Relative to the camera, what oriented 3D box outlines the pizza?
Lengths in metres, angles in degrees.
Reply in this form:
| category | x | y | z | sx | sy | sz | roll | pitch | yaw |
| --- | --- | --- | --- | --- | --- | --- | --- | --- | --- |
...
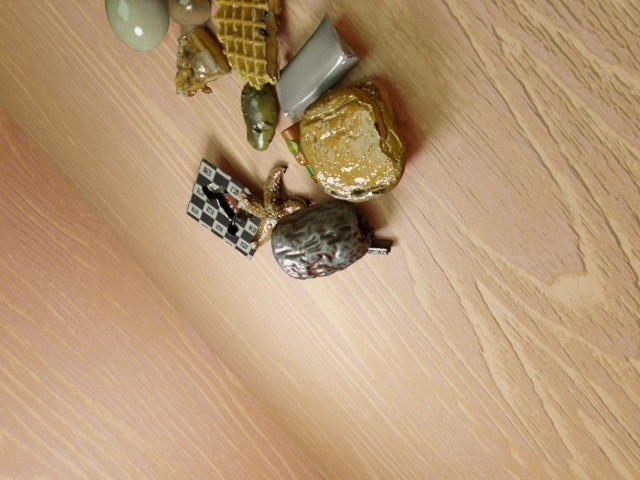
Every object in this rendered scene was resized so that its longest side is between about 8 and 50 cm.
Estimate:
| category | x | y | z | sx | sy | sz | roll | pitch | yaw |
| --- | --- | --- | --- | --- | --- | --- | --- | --- | --- |
| pizza | -0.411 | -0.560 | 1.349 | 0.297 | 0.071 | 0.189 | -6 | 118 | 47 |

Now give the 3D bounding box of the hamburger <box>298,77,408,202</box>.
| category | x | y | z | sx | sy | sz | roll | pitch | yaw |
| --- | --- | --- | --- | --- | --- | --- | --- | --- | --- |
| hamburger | 0.092 | -0.244 | 1.060 | 0.319 | 0.158 | 0.318 | 26 | 136 | 27 |

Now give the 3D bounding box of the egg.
| category | x | y | z | sx | sy | sz | roll | pitch | yaw |
| --- | --- | --- | --- | --- | --- | --- | --- | --- | --- |
| egg | -0.563 | -0.692 | 1.288 | 0.183 | 0.183 | 0.217 | 39 | 131 | 12 |

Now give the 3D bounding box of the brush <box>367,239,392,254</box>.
| category | x | y | z | sx | sy | sz | roll | pitch | yaw |
| --- | --- | --- | --- | --- | --- | --- | --- | --- | --- |
| brush | 0.125 | 0.019 | 1.352 | 0.248 | 0.043 | 0.036 | 4 | 132 | 43 |

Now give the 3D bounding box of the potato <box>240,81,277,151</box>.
| category | x | y | z | sx | sy | sz | roll | pitch | yaw |
| --- | --- | --- | --- | --- | --- | --- | --- | --- | --- |
| potato | -0.187 | -0.377 | 1.273 | 0.117 | 0.090 | 0.225 | 27 | 137 | 26 |

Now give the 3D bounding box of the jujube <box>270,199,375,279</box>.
| category | x | y | z | sx | sy | sz | roll | pitch | yaw |
| --- | --- | --- | --- | --- | --- | --- | --- | --- | --- |
| jujube | 0.000 | 0.000 | 1.286 | 0.317 | 0.226 | 0.226 | -15 | 113 | 22 |

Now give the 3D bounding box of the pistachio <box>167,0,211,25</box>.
| category | x | y | z | sx | sy | sz | roll | pitch | yaw |
| --- | --- | --- | --- | --- | --- | --- | --- | --- | --- |
| pistachio | -0.379 | -0.677 | 1.194 | 0.186 | 0.108 | 0.126 | 8 | 157 | 49 |

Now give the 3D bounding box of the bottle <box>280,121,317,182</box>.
| category | x | y | z | sx | sy | sz | roll | pitch | yaw |
| --- | --- | --- | --- | --- | --- | --- | --- | --- | --- |
| bottle | -0.046 | -0.260 | 1.256 | 0.069 | 0.069 | 0.187 | -15 | 112 | 50 |

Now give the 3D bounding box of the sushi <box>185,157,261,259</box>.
| category | x | y | z | sx | sy | sz | roll | pitch | yaw |
| --- | --- | --- | --- | --- | --- | --- | --- | --- | --- |
| sushi | -0.351 | -0.128 | 1.666 | 0.343 | 0.064 | 0.359 | 35 | 137 | -1 |

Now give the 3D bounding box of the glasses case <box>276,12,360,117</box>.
| category | x | y | z | sx | sy | sz | roll | pitch | yaw |
| --- | --- | --- | --- | --- | --- | --- | --- | --- | --- |
| glasses case | -0.016 | -0.434 | 1.060 | 0.308 | 0.083 | 0.128 | -19 | 96 | 56 |

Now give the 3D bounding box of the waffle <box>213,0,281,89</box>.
| category | x | y | z | sx | sy | sz | roll | pitch | yaw |
| --- | --- | --- | --- | --- | --- | --- | --- | --- | --- |
| waffle | -0.183 | -0.563 | 1.093 | 0.283 | 0.065 | 0.309 | -31 | 89 | 48 |

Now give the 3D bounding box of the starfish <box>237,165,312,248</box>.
| category | x | y | z | sx | sy | sz | roll | pitch | yaw |
| --- | --- | --- | --- | --- | --- | --- | --- | --- | --- |
| starfish | -0.146 | -0.091 | 1.460 | 0.303 | 0.113 | 0.312 | -14 | 111 | 29 |
